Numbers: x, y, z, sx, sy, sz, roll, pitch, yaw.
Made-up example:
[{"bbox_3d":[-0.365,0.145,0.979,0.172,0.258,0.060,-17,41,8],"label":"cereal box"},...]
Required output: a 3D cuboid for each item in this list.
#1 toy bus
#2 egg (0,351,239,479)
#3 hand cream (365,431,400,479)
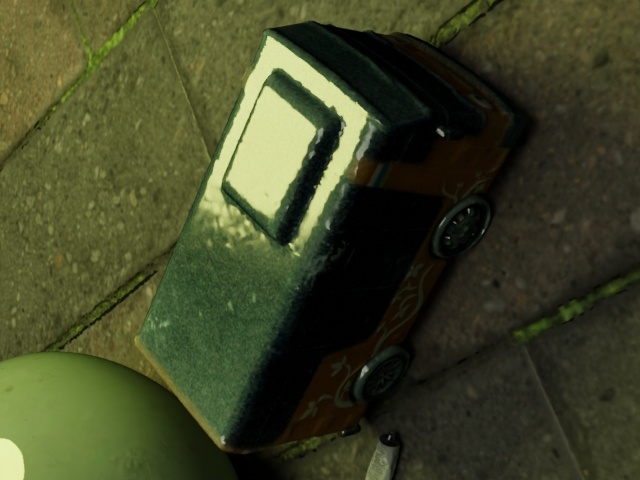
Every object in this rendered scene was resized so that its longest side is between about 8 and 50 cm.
[{"bbox_3d":[0.000,0.000,0.826,0.162,0.194,0.324,43,120,34],"label":"toy bus"},{"bbox_3d":[-0.230,0.255,0.995,0.388,0.276,0.276,22,107,41],"label":"egg"},{"bbox_3d":[0.052,0.208,0.911,0.030,0.019,0.093,31,119,35],"label":"hand cream"}]
